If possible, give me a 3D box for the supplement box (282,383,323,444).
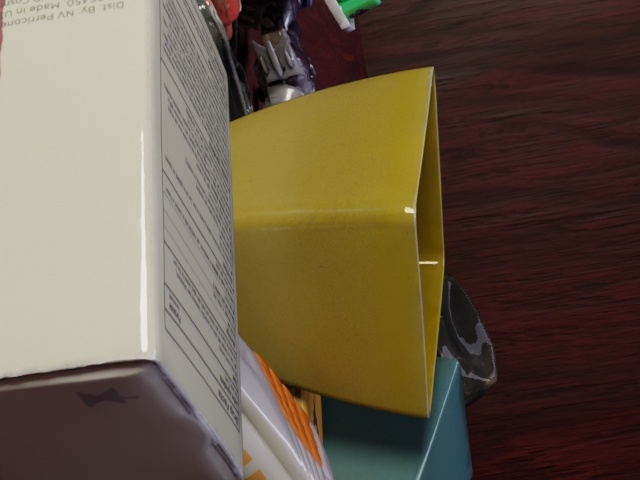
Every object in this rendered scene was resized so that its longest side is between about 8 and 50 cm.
[{"bbox_3d":[-0.039,0.197,1.125,0.078,0.080,0.233,73,13,-48],"label":"supplement box"}]

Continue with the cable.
[{"bbox_3d":[-0.078,-0.177,1.233,0.287,0.072,0.139,69,3,-51],"label":"cable"}]

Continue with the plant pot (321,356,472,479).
[{"bbox_3d":[0.030,0.239,1.228,0.234,0.165,0.166,-69,156,-46],"label":"plant pot"}]

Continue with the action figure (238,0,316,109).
[{"bbox_3d":[-0.044,-0.222,1.502,0.185,0.099,0.285,83,8,-52],"label":"action figure"}]

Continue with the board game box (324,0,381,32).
[{"bbox_3d":[-0.050,-0.463,1.421,0.390,0.050,0.390,56,17,-33],"label":"board game box"}]

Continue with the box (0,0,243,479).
[{"bbox_3d":[-0.115,-0.013,0.626,0.149,0.126,0.232,68,16,-60],"label":"box"}]

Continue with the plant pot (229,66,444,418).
[{"bbox_3d":[0.000,0.000,1.126,0.212,0.187,0.212,-78,164,-52],"label":"plant pot"}]

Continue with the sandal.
[{"bbox_3d":[-0.073,0.122,1.016,0.265,0.076,0.102,55,8,-21],"label":"sandal"}]

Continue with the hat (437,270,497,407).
[{"bbox_3d":[0.113,0.124,1.554,0.331,0.133,0.331,42,-41,50],"label":"hat"}]

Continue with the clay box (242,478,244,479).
[{"bbox_3d":[-0.073,0.228,0.927,0.127,0.053,0.222,-84,162,-60],"label":"clay box"}]
